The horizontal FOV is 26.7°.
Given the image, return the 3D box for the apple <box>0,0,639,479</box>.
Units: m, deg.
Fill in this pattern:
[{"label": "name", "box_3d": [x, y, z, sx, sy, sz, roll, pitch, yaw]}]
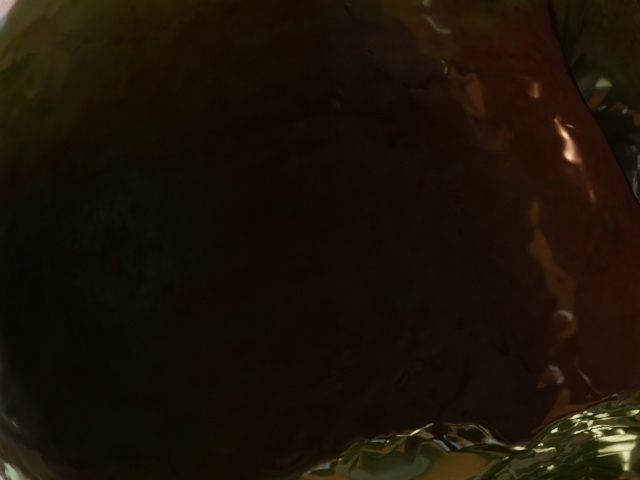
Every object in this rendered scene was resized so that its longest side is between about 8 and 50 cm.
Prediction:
[{"label": "apple", "box_3d": [0.000, 0.000, 0.557, 0.340, 0.340, 0.339, 6, -81, 42]}]
